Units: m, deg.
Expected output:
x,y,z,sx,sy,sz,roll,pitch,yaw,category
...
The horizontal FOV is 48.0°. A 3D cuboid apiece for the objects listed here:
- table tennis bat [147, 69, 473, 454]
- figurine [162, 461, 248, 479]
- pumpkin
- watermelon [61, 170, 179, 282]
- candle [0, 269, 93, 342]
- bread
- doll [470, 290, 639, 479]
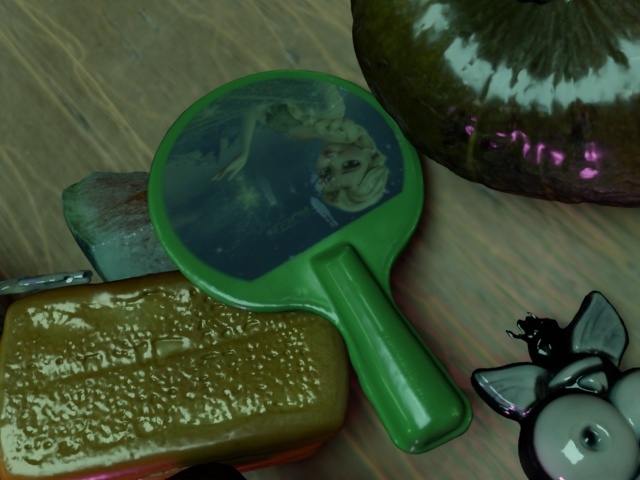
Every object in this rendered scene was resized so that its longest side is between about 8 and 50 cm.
x,y,z,sx,sy,sz,roll,pitch,yaw,category
0.000,0.000,0.404,0.161,0.039,0.257,-27,65,-10,table tennis bat
0.008,0.237,0.287,0.187,0.168,0.315,-40,82,26,figurine
0.112,-0.125,0.336,0.219,0.162,0.218,-2,85,28,pumpkin
-0.123,-0.002,0.496,0.180,0.081,0.094,28,70,22,watermelon
-0.309,0.087,0.494,0.330,0.187,0.187,-34,69,20,candle
-0.084,0.079,0.419,0.201,0.077,0.115,-10,61,-4,bread
0.156,0.123,0.325,0.091,0.067,0.219,-30,67,-9,doll
